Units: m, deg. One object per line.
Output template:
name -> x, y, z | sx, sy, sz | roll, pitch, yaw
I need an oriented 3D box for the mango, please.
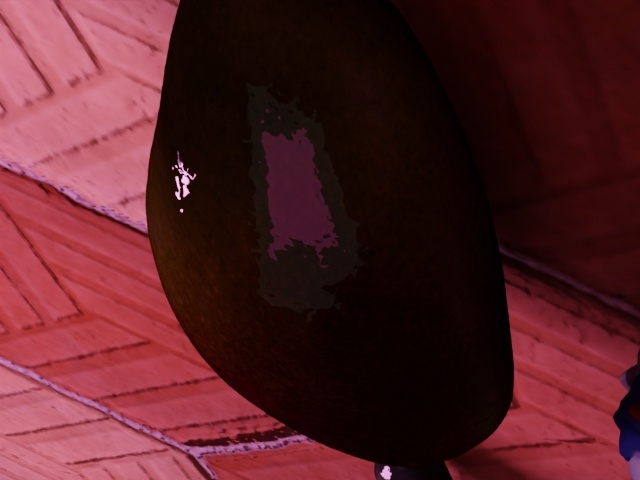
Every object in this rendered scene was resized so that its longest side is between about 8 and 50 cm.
mango -> 0.000, 0.000, 0.731 | 0.133, 0.111, 0.267 | 24, 151, 31

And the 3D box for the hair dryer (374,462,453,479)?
hair dryer -> 0.049, 0.159, 1.043 | 0.196, 0.078, 0.248 | 8, 139, 33

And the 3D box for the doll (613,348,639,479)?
doll -> 0.153, 0.067, 0.769 | 0.096, 0.070, 0.195 | 48, 161, 26
